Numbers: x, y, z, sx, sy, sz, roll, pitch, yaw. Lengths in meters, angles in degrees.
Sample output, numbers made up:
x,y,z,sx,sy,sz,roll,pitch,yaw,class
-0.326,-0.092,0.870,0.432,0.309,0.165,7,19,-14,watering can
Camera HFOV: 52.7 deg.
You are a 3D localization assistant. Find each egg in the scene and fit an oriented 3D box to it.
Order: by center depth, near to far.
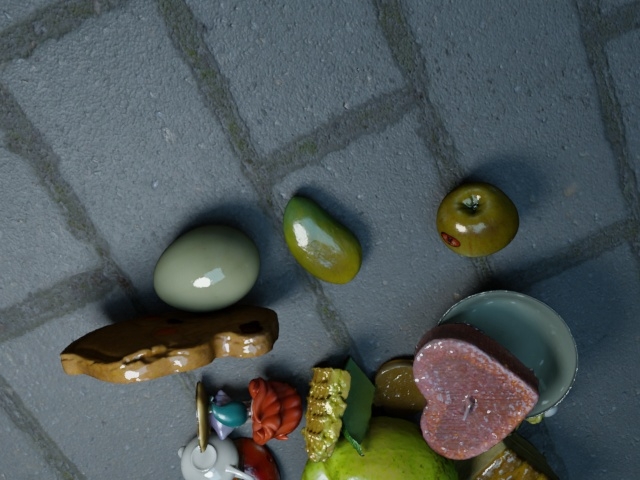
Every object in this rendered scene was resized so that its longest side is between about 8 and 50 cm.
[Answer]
x,y,z,sx,sy,sz,roll,pitch,yaw,class
-0.248,0.063,1.411,0.241,0.186,0.186,-16,113,8,egg

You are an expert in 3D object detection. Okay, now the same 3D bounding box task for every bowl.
x,y,z,sx,sy,sz,roll,pitch,yaw,class
0.450,0.256,1.585,0.337,0.157,0.337,5,107,17,bowl

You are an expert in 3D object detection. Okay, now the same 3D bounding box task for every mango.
x,y,z,sx,sy,sz,roll,pitch,yaw,class
-0.003,0.006,1.481,0.237,0.091,0.137,39,100,-15,mango

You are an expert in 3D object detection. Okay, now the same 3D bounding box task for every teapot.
x,y,z,sx,sy,sz,roll,pitch,yaw,class
-0.268,0.553,1.605,0.226,0.092,0.145,18,68,19,teapot

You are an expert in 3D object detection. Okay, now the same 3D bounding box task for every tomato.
x,y,z,sx,sy,sz,roll,pitch,yaw,class
-0.212,0.641,1.691,0.227,0.101,0.228,-2,112,-5,tomato

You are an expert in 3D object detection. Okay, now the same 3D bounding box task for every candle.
x,y,z,sx,sy,sz,roll,pitch,yaw,class
0.358,0.358,1.492,0.287,0.131,0.317,-3,106,15,candle

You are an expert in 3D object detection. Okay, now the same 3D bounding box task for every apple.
x,y,z,sx,sy,sz,roll,pitch,yaw,class
0.353,-0.049,1.464,0.182,0.182,0.155,-29,144,3,apple

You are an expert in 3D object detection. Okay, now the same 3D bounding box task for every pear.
x,y,z,sx,sy,sz,roll,pitch,yaw,class
0.135,0.620,1.595,0.390,0.391,0.391,-3,112,-8,pear

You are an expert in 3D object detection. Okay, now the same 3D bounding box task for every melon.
x,y,z,sx,sy,sz,roll,pitch,yaw,class
0.086,0.408,1.561,0.114,0.262,0.053,29,124,-18,melon

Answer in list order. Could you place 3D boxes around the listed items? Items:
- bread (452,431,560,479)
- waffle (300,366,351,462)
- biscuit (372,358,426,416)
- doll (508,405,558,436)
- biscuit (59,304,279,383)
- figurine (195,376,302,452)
x,y,z,sx,sy,sz,roll,pitch,yaw,class
0.464,0.652,1.740,0.279,0.207,0.279,35,104,-20,bread
0.003,0.416,1.543,0.057,0.229,0.219,13,75,-13,waffle
0.203,0.382,1.681,0.170,0.050,0.170,0,114,-1,biscuit
0.522,0.444,1.673,0.291,0.117,0.086,-9,73,-41,doll
-0.313,0.206,1.380,0.455,0.349,0.078,-9,95,-21,biscuit
-0.167,0.417,1.558,0.256,0.181,0.208,-5,130,-7,figurine
